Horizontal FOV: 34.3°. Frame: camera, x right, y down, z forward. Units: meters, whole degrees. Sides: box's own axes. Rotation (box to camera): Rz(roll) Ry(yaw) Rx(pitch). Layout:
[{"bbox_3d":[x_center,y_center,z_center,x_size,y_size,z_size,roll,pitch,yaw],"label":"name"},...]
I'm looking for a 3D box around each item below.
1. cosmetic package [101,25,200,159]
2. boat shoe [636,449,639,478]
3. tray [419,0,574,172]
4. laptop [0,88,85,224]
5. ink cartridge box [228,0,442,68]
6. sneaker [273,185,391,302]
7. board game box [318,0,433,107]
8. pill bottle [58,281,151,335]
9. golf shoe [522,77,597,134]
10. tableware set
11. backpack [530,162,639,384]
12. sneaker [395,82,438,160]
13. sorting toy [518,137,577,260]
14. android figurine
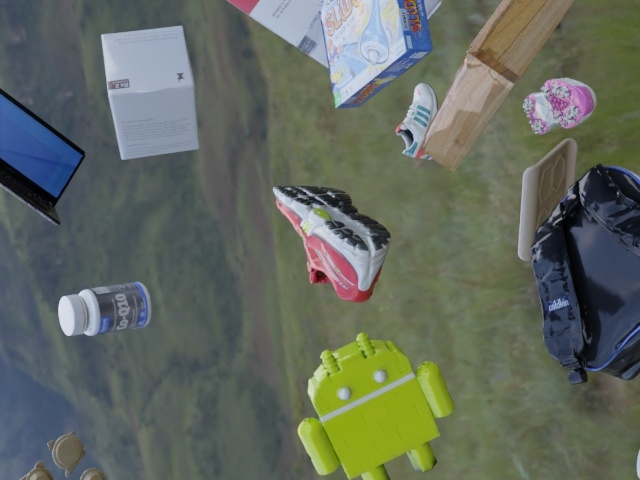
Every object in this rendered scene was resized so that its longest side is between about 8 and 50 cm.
[{"bbox_3d":[-0.308,-0.268,1.886,0.184,0.151,0.151,96,163,-57],"label":"cosmetic package"},{"bbox_3d":[0.582,0.300,1.623,0.079,0.233,0.084,6,127,44],"label":"boat shoe"},{"bbox_3d":[0.242,-0.241,1.403,0.076,0.203,0.411,35,170,5],"label":"tray"},{"bbox_3d":[-0.589,-0.173,2.077,0.234,0.137,0.264,38,179,-22],"label":"laptop"},{"bbox_3d":[0.015,-0.379,1.505,0.197,0.272,0.114,-48,21,27],"label":"ink cartridge box"},{"bbox_3d":[0.000,0.000,1.460,0.279,0.107,0.118,-132,47,-57],"label":"sneaker"},{"bbox_3d":[0.059,-0.247,1.195,0.201,0.035,0.136,151,111,-66],"label":"board game box"},{"bbox_3d":[-0.355,0.114,1.706,0.078,0.137,0.078,14,108,52],"label":"pill bottle"},{"bbox_3d":[0.553,-0.311,2.280,0.306,0.140,0.115,-164,54,-81],"label":"golf shoe"},{"bbox_3d":[-0.466,0.446,1.900,0.020,0.141,0.169,-9,118,48],"label":"tableware set"},{"bbox_3d":[0.434,0.033,1.456,0.276,0.213,0.263,-47,47,28],"label":"backpack"},{"bbox_3d":[0.183,-0.232,1.995,0.057,0.075,0.161,133,137,-66],"label":"sneaker"},{"bbox_3d":[0.435,-0.083,2.006,0.038,0.208,0.193,15,119,32],"label":"sorting toy"},{"bbox_3d":[0.085,0.271,1.646,0.056,0.248,0.273,-124,11,-68],"label":"android figurine"}]
